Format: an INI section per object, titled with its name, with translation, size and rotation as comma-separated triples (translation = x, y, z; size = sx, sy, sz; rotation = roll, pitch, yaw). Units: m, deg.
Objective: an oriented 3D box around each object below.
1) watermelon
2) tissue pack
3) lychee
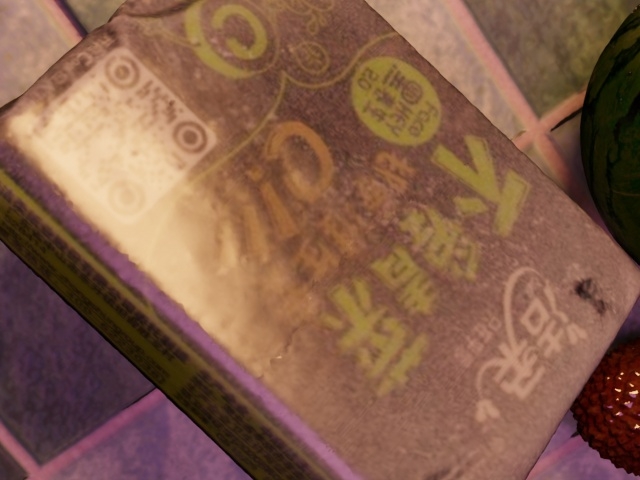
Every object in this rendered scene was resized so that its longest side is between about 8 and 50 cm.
[watermelon]
translation = 0.305, -0.076, 0.815
size = 0.242, 0.242, 0.242
rotation = -1, 105, -4
[tissue pack]
translation = 0.000, 0.000, 0.772
size = 0.394, 0.124, 0.288
rotation = 43, 61, -2
[lychee]
translation = 0.269, 0.132, 0.929
size = 0.129, 0.123, 0.123
rotation = 13, 104, 10
